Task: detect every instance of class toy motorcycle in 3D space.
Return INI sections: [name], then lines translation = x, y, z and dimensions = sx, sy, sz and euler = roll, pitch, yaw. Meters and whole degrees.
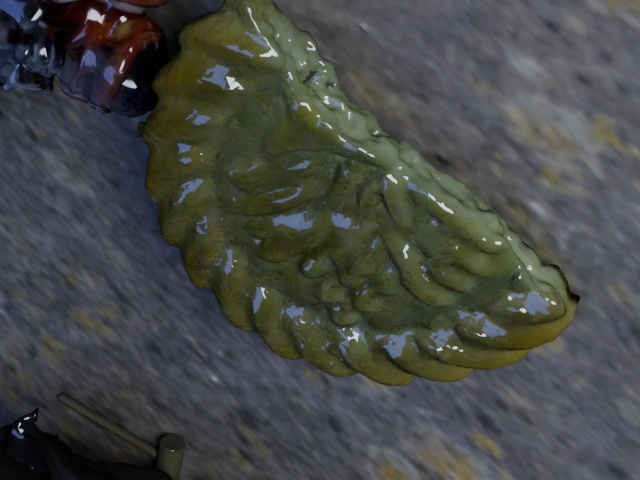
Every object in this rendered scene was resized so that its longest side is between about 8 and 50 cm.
[toy motorcycle]
translation = -0.225, -0.131, 0.754
dimensions = 0.401, 0.134, 0.207
euler = -24, 104, 22

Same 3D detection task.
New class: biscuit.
[biscuit]
translation = 0.000, 0.000, 0.720
dimensions = 0.273, 0.036, 0.187
euler = 39, 128, -13

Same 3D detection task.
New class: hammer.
[hammer]
translation = -0.146, 0.138, 0.915
dimensions = 0.110, 0.019, 0.036
euler = 27, 122, 21

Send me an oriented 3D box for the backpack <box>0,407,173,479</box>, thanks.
[backpack]
translation = -0.106, 0.294, 0.765
dimensions = 0.445, 0.363, 0.255
euler = 16, 123, -4
